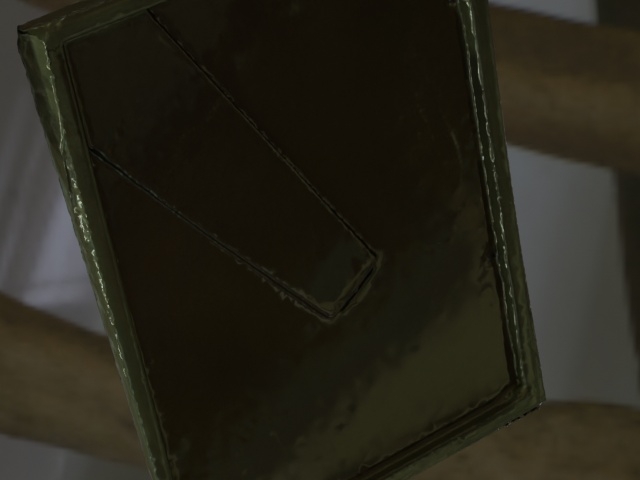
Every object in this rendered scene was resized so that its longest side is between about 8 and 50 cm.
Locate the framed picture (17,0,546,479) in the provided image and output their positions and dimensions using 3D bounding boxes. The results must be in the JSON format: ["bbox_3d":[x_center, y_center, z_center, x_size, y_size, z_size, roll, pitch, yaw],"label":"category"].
[{"bbox_3d":[0.000,0.000,0.731,0.189,0.023,0.260,-26,-57,-22],"label":"framed picture"}]
